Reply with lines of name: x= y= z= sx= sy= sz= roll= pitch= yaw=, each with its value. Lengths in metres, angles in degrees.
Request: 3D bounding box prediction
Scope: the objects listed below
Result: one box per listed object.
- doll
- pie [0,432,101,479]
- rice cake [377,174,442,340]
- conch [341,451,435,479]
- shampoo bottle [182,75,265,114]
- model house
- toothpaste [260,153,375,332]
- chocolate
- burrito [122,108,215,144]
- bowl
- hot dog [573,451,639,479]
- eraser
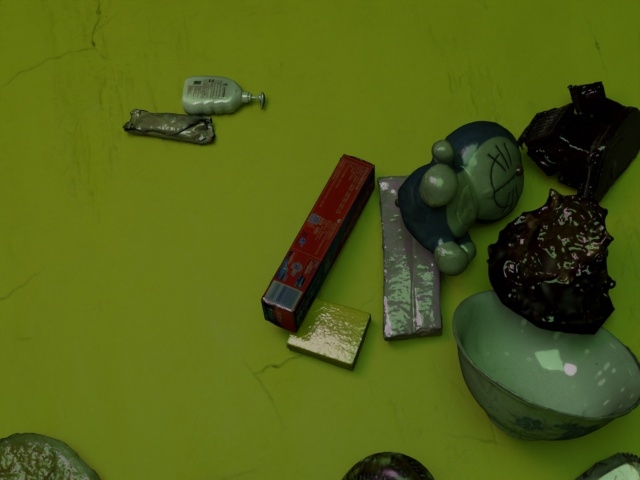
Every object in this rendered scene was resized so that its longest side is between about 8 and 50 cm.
doll: x=0.245 y=-0.087 z=1.844 sx=0.258 sy=0.228 sz=0.154 roll=-32 pitch=30 yaw=-27
pie: x=-0.481 y=0.454 z=1.795 sx=0.277 sy=0.078 sz=0.277 roll=-3 pitch=65 yaw=6
rice cake: x=0.155 y=0.027 z=1.889 sx=0.106 sy=0.050 sz=0.298 roll=-3 pitch=69 yaw=4
conch: x=0.105 y=0.422 z=1.718 sx=0.181 sy=0.124 sz=0.187 roll=6 pitch=94 yaw=-1
shampoo bottle: x=-0.176 y=-0.268 z=2.035 sx=0.151 sy=0.045 sz=0.077 roll=1 pitch=68 yaw=8
model house: x=0.453 y=-0.180 z=1.911 sx=0.164 sy=0.141 sz=0.203 roll=24 pitch=52 yaw=34
toothpaste: x=0.000 y=0.001 z=1.874 sx=0.066 sy=0.076 sz=0.320 roll=23 pitch=64 yaw=15
chocolate: x=0.390 y=0.013 z=1.758 sx=0.224 sy=0.177 sz=0.206 roll=34 pitch=41 yaw=18
burrito: x=-0.277 y=-0.211 z=2.029 sx=0.171 sy=0.042 sz=0.051 roll=6 pitch=72 yaw=12
bowl: x=0.334 y=0.225 z=1.729 sx=0.313 sy=0.146 sz=0.313 roll=14 pitch=29 yaw=-8
hot dog: x=0.440 y=0.407 z=1.717 sx=0.191 sy=0.059 sz=0.108 roll=-30 pitch=67 yaw=-2
eraser: x=0.014 y=0.154 z=1.861 sx=0.122 sy=0.045 sz=0.097 roll=17 pitch=73 yaw=12
